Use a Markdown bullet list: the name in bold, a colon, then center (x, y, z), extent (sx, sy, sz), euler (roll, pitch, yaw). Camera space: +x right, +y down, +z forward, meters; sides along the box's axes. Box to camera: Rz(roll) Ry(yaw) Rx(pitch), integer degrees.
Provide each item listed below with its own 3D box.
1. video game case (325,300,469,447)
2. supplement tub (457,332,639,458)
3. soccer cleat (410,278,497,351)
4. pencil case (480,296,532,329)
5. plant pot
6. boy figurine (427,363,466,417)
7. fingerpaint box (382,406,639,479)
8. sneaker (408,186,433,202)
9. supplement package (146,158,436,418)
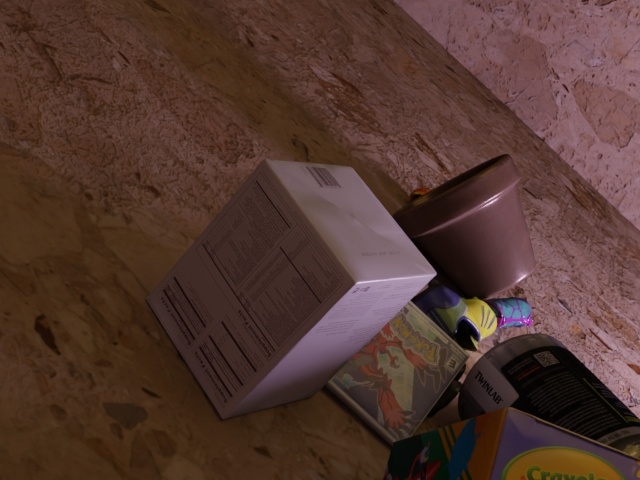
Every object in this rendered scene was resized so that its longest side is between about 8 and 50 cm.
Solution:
- **video game case**: center (0.093, 0.168, 1.373), extent (0.201, 0.023, 0.183), euler (43, 66, -3)
- **supplement tub**: center (0.370, 0.308, 1.398), extent (0.207, 0.207, 0.338), euler (21, 19, -37)
- **soccer cleat**: center (0.241, 0.151, 1.633), extent (0.289, 0.093, 0.121), euler (26, 30, -58)
- **pencil case**: center (0.360, 0.146, 1.867), extent (0.070, 0.064, 0.152), euler (38, 21, 30)
- **plant pot**: center (0.305, -0.011, 1.873), extent (0.229, 0.263, 0.263), euler (62, 26, -4)
- **boy figurine**: center (0.093, 0.148, 1.458), extent (0.285, 0.092, 0.177), euler (38, 30, -7)
- **fingerpaint box**: center (0.309, 0.349, 1.015), extent (0.445, 0.371, 0.163), euler (22, 70, -6)
- **sneaker**: center (0.252, -0.039, 2.024), extent (0.067, 0.064, 0.175), euler (-21, 60, -40)
- **supplement package**: center (-0.039, 0.059, 1.208), extent (0.199, 0.262, 0.198), euler (-1, 49, -56)
